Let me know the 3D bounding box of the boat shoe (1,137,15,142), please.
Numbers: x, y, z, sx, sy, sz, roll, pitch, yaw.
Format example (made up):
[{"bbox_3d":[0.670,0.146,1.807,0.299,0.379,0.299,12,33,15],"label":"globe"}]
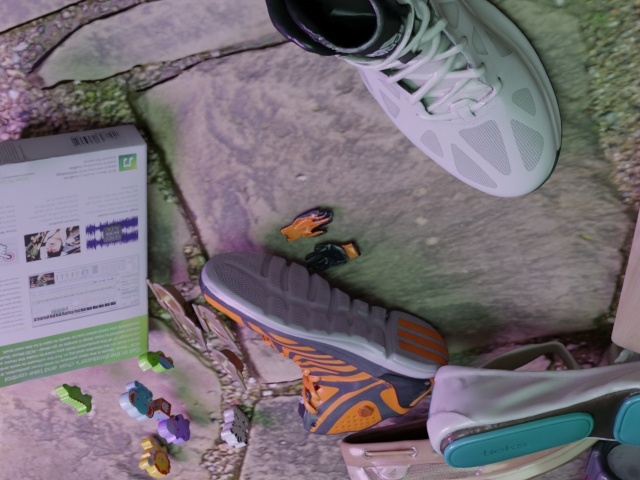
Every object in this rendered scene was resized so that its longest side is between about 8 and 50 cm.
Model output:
[{"bbox_3d":[-0.387,-0.005,1.231,0.079,0.095,0.254,30,116,6],"label":"boat shoe"}]

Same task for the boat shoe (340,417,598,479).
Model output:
[{"bbox_3d":[0.191,0.245,1.249,0.341,0.121,0.110,-21,94,10],"label":"boat shoe"}]

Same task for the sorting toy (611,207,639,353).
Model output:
[{"bbox_3d":[0.457,0.028,1.025,0.255,0.089,0.257,20,128,26],"label":"sorting toy"}]

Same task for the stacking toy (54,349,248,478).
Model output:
[{"bbox_3d":[-0.224,0.237,1.348,0.167,0.052,0.221,-25,130,25],"label":"stacking toy"}]

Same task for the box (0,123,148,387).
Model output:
[{"bbox_3d":[-0.323,0.027,1.185,0.232,0.058,0.322,-11,127,-24],"label":"box"}]

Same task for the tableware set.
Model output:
[{"bbox_3d":[-0.149,0.110,1.232,0.169,0.020,0.141,30,154,35],"label":"tableware set"}]

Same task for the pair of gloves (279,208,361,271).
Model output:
[{"bbox_3d":[0.000,0.000,1.195,0.074,0.010,0.083,-23,117,31],"label":"pair of gloves"}]

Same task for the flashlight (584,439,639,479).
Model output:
[{"bbox_3d":[0.376,0.365,1.286,0.103,0.103,0.304,40,149,36],"label":"flashlight"}]

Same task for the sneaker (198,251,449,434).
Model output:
[{"bbox_3d":[-0.019,0.144,1.222,0.321,0.124,0.180,25,124,-8],"label":"sneaker"}]

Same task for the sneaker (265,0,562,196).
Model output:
[{"bbox_3d":[0.068,-0.167,0.920,0.169,0.257,0.447,-30,112,28],"label":"sneaker"}]

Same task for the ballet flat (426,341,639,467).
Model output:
[{"bbox_3d":[0.317,0.169,1.147,0.400,0.139,0.139,-6,123,-2],"label":"ballet flat"}]
